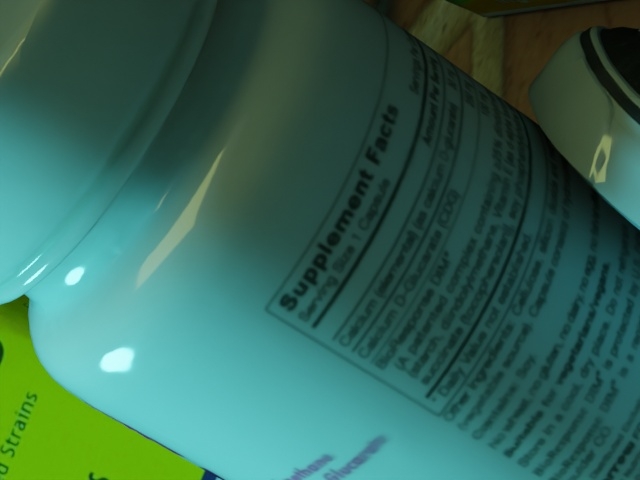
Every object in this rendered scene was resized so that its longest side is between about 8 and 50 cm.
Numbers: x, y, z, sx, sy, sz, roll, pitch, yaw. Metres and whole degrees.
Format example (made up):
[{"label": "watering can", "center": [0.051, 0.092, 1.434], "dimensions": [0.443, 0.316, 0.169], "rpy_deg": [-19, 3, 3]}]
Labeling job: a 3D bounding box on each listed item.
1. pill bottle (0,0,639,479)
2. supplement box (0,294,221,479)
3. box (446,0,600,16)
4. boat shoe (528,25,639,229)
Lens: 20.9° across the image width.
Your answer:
[{"label": "pill bottle", "center": [0.004, 0.010, 0.588], "dimensions": [0.160, 0.283, 0.160], "rpy_deg": [-47, 23, 26]}, {"label": "supplement box", "center": [-0.156, 0.097, 0.801], "dimensions": [0.194, 0.357, 0.195], "rpy_deg": [-67, -10, 10]}, {"label": "box", "center": [0.093, -0.181, 0.838], "dimensions": [0.203, 0.103, 0.114], "rpy_deg": [10, 81, 71]}, {"label": "boat shoe", "center": [0.161, -0.018, 0.489], "dimensions": [0.105, 0.113, 0.306], "rpy_deg": [-59, 24, 13]}]
